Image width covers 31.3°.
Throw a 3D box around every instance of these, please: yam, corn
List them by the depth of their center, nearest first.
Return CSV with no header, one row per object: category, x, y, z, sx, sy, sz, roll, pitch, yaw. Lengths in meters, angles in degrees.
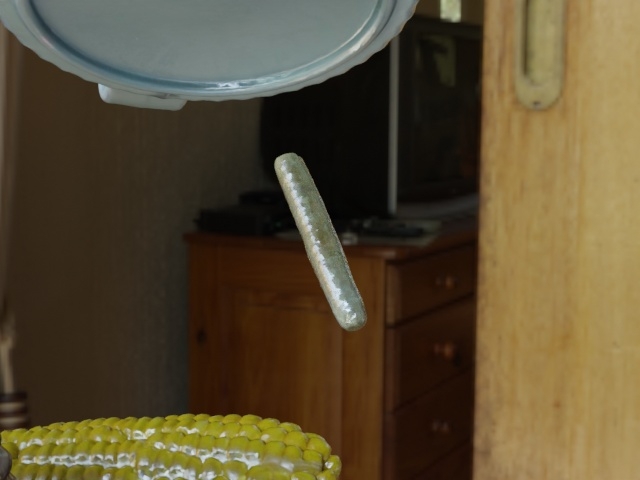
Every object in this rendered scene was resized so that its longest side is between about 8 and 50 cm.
yam,0.000,0.000,0.651,0.021,0.116,0.021,-19,-26,-10
corn,-0.118,0.150,0.653,0.310,0.102,0.101,-2,6,12

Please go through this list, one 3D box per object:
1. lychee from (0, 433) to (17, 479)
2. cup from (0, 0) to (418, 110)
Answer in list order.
lychee,-0.206,0.120,0.449,0.165,0.165,0.197,5,5,33
cup,-0.094,-0.259,0.692,0.331,0.311,0.256,-22,-29,37
